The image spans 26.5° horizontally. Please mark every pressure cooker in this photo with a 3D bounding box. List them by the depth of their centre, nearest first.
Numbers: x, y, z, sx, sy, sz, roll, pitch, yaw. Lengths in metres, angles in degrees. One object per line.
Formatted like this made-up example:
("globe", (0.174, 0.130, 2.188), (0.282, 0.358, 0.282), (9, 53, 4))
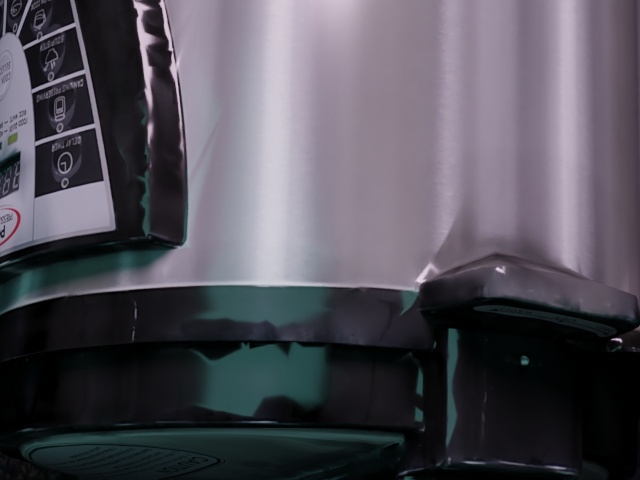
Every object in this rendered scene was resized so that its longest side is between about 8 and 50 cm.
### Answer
("pressure cooker", (0.006, 0.001, 0.756), (0.376, 0.370, 0.420), (-1, 75, 14))
